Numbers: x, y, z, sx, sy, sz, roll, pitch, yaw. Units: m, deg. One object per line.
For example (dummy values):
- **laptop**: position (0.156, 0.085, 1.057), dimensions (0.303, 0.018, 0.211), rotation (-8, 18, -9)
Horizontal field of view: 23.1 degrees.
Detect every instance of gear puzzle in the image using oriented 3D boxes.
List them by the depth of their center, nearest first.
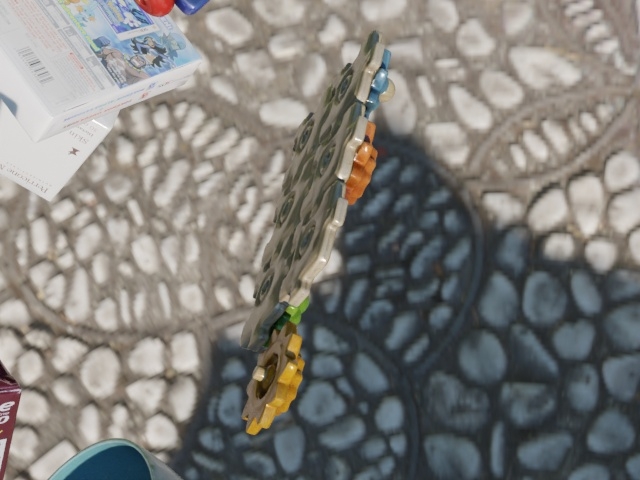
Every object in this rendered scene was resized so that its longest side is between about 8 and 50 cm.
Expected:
- **gear puzzle**: position (0.000, 0.000, 1.220), dimensions (0.044, 0.175, 0.339), rotation (24, 53, -14)

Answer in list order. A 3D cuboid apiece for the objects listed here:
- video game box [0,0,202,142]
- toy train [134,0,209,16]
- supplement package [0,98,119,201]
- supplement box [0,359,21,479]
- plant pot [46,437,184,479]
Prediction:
- **video game box**: position (-0.230, -0.198, 1.350), dimensions (0.187, 0.048, 0.205), rotation (-29, 78, -44)
- **toy train**: position (-0.145, -0.287, 1.132), dimensions (0.105, 0.143, 0.248), rotation (-44, 97, -16)
- **supplement package**: position (-0.322, -0.206, 1.556), dimensions (0.262, 0.145, 0.204), rotation (30, 48, -17)
- **supplement box**: position (-0.268, 0.156, 1.020), dimensions (0.073, 0.239, 0.130), rotation (-4, 34, -34)
- **plant pot**: position (-0.173, 0.360, 1.479), dimensions (0.290, 0.195, 0.290), rotation (-38, 33, 30)
